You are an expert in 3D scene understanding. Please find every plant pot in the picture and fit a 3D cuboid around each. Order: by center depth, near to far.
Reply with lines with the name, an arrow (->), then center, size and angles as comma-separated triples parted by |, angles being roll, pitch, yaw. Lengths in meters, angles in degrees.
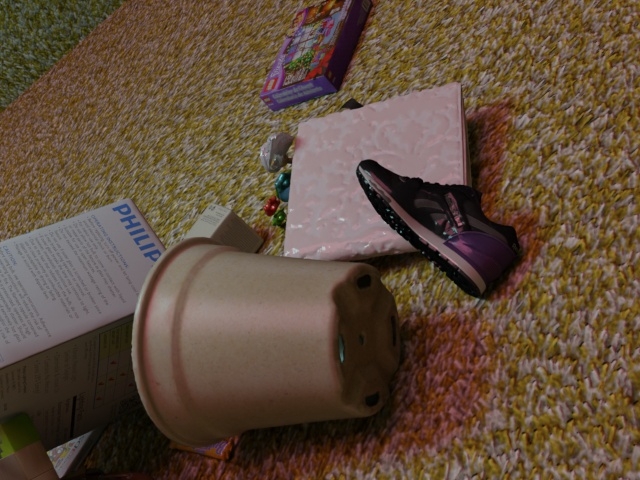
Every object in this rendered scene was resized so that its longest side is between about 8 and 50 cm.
plant pot -> -0.059, 0.150, 1.394 | 0.305, 0.334, 0.334 | -4, 51, 30

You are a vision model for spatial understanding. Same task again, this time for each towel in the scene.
towel -> 0.099, -0.107, 1.599 | 0.331, 0.053, 0.317 | -11, 56, 23

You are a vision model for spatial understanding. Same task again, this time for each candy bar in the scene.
candy bar -> -0.201, 0.347, 1.567 | 0.161, 0.018, 0.040 | -1, 54, 46

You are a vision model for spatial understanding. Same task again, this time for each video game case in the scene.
video game case -> -0.536, 0.411, 1.840 | 0.227, 0.026, 0.206 | 9, 62, 50

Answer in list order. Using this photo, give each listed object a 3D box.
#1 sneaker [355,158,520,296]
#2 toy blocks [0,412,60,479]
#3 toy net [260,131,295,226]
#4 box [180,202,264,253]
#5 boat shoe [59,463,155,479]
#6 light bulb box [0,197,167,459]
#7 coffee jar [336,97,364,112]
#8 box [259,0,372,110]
sneaker -> 0.183, -0.046, 1.433 | 0.124, 0.107, 0.283 | -44, 71, -8
toy blocks -> -0.467, 0.498, 1.461 | 0.190, 0.381, 0.261 | -24, -9, -45
toy net -> -0.085, -0.126, 1.760 | 0.045, 0.232, 0.122 | 35, 71, 28
box -> -0.243, 0.067, 1.814 | 0.275, 0.113, 0.094 | -52, 35, -11
boat shoe -> -0.407, 0.456, 1.596 | 0.324, 0.123, 0.120 | -8, 44, 31
light bulb box -> -0.438, 0.164, 1.550 | 0.361, 0.358, 0.225 | -23, 62, -31
coffee jar -> 0.044, -0.179, 1.776 | 0.184, 0.096, 0.079 | -59, 12, -18
box -> -0.010, -0.444, 2.136 | 0.201, 0.057, 0.293 | -11, 47, 40
